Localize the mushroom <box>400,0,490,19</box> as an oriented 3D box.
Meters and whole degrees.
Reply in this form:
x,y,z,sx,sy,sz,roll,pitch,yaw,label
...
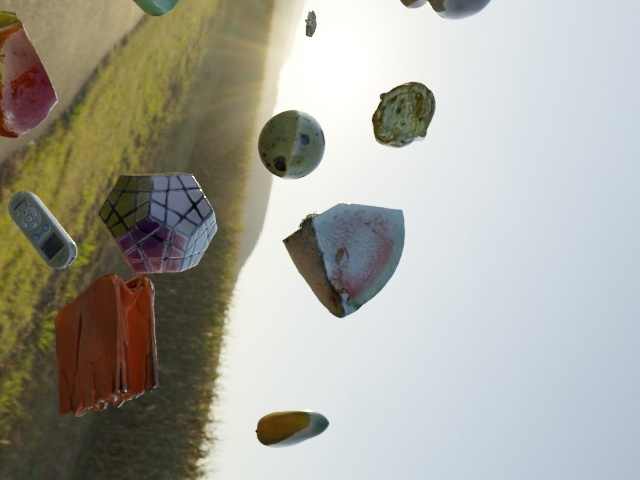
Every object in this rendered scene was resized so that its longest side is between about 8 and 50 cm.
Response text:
x,y,z,sx,sy,sz,roll,pitch,yaw,label
0.261,-0.545,1.332,0.209,0.206,0.206,-134,-125,-62,mushroom

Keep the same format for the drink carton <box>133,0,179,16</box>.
x,y,z,sx,sy,sz,roll,pitch,yaw,label
-0.351,-0.536,1.321,0.146,0.142,0.144,22,-101,39,drink carton

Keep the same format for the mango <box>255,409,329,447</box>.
x,y,z,sx,sy,sz,roll,pitch,yaw,label
-0.093,0.601,2.126,0.251,0.156,0.114,-14,-123,33,mango

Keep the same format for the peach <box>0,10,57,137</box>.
x,y,z,sx,sy,sz,roll,pitch,yaw,label
-1.017,-0.498,2.112,0.380,0.306,0.242,88,-22,-45,peach

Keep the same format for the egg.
x,y,z,sx,sy,sz,roll,pitch,yaw,label
-0.070,-0.259,1.753,0.228,0.177,0.177,-67,176,-53,egg

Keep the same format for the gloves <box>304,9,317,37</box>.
x,y,z,sx,sy,sz,roll,pitch,yaw,label
-0.026,-0.555,1.713,0.081,0.037,0.044,91,-23,-53,gloves

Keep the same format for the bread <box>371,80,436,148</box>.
x,y,z,sx,sy,sz,roll,pitch,yaw,label
0.270,-0.408,2.193,0.252,0.196,0.238,88,19,-89,bread

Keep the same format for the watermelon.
x,y,z,sx,sy,sz,roll,pitch,yaw,label
0.062,0.005,1.511,0.213,0.290,0.320,55,7,-43,watermelon

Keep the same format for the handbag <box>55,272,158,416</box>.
x,y,z,sx,sy,sz,roll,pitch,yaw,label
-0.533,0.265,1.645,0.410,0.116,0.303,-28,-115,47,handbag

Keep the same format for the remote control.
x,y,z,sx,sy,sz,roll,pitch,yaw,label
-0.715,-0.027,1.716,0.087,0.244,0.047,-42,169,6,remote control

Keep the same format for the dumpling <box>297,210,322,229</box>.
x,y,z,sx,sy,sz,roll,pitch,yaw,label
0.000,0.000,2.169,0.247,0.142,0.172,5,-104,57,dumpling

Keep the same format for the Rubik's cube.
x,y,z,sx,sy,sz,roll,pitch,yaw,label
-0.442,-0.053,1.830,0.319,0.319,0.264,-131,-141,-79,Rubik's cube
